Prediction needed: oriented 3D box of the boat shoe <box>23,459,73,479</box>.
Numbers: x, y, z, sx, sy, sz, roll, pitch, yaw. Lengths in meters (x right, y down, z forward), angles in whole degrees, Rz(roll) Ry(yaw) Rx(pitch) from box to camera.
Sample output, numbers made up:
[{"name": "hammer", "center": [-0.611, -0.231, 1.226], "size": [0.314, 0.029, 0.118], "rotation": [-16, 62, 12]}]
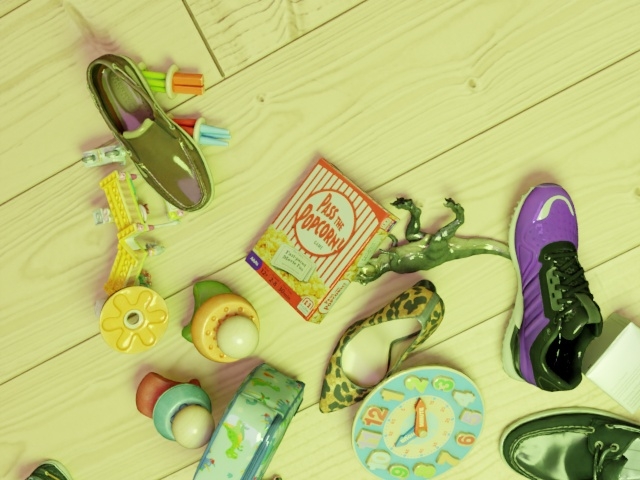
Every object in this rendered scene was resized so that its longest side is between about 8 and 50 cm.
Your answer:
[{"name": "boat shoe", "center": [-0.393, 0.430, 1.331], "size": [0.065, 0.083, 0.183], "rotation": [-43, 90, 8]}]

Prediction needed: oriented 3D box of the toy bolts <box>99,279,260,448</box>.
[{"name": "toy bolts", "center": [-0.202, 0.179, 1.211], "size": [0.218, 0.158, 0.229], "rotation": [8, 98, -28]}]

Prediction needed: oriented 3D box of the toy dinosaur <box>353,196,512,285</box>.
[{"name": "toy dinosaur", "center": [0.162, -0.003, 1.239], "size": [0.268, 0.064, 0.118], "rotation": [-7, 112, 6]}]

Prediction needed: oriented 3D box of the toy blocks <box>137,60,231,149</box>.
[{"name": "toy blocks", "center": [-0.202, -0.197, 1.265], "size": [0.148, 0.054, 0.123], "rotation": [8, 97, 6]}]

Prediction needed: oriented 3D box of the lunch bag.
[{"name": "lunch bag", "center": [-0.103, 0.282, 1.216], "size": [0.090, 0.219, 0.176], "rotation": [29, 101, 4]}]

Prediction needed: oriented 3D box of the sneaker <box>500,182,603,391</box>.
[{"name": "sneaker", "center": [0.333, 0.070, 1.170], "size": [0.102, 0.146, 0.293], "rotation": [-2, 100, -20]}]

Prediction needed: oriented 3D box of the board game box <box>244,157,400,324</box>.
[{"name": "board game box", "center": [0.000, 0.000, 1.236], "size": [0.147, 0.045, 0.193], "rotation": [41, 99, 29]}]

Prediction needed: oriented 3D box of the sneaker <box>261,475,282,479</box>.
[{"name": "sneaker", "center": [-0.110, 0.388, 1.319], "size": [0.119, 0.047, 0.057], "rotation": [-5, 80, 3]}]

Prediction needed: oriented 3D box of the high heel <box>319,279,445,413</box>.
[{"name": "high heel", "center": [0.073, 0.163, 1.200], "size": [0.093, 0.186, 0.261], "rotation": [40, 98, 2]}]

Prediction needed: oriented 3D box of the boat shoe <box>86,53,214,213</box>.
[{"name": "boat shoe", "center": [-0.247, -0.145, 1.199], "size": [0.095, 0.095, 0.257], "rotation": [-37, 92, 9]}]

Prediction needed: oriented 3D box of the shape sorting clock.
[{"name": "shape sorting clock", "center": [0.145, 0.272, 1.244], "size": [0.206, 0.040, 0.206], "rotation": [-4, 113, -9]}]

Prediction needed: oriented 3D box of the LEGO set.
[{"name": "LEGO set", "center": [-0.274, -0.004, 1.288], "size": [0.132, 0.107, 0.287], "rotation": [4, 102, 41]}]

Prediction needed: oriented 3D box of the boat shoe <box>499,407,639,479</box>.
[{"name": "boat shoe", "center": [0.430, 0.324, 1.211], "size": [0.340, 0.113, 0.127], "rotation": [11, 97, 5]}]

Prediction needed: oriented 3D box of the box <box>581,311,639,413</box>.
[{"name": "box", "center": [0.426, 0.170, 1.204], "size": [0.087, 0.101, 0.102], "rotation": [38, 97, 2]}]
